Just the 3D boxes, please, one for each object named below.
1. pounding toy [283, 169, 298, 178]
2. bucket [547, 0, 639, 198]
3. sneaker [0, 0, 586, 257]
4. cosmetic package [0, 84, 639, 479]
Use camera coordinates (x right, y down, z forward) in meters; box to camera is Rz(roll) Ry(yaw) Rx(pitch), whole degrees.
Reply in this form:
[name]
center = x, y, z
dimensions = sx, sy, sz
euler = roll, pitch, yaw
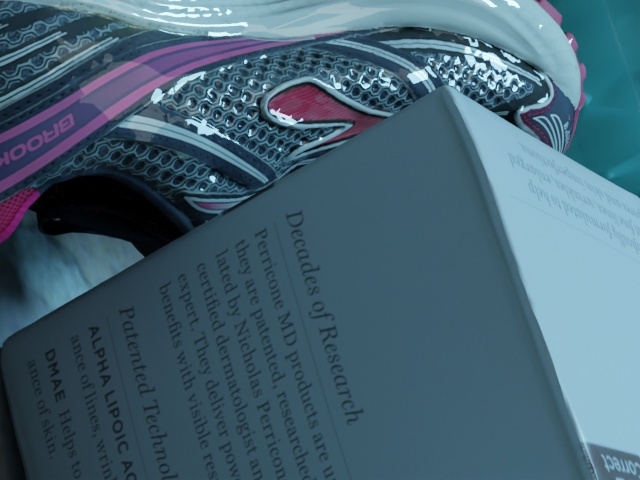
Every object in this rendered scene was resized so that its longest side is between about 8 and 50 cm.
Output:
[pounding toy]
center = 0.000, 0.000, 0.808
dimensions = 0.141, 0.100, 0.130
euler = -40, 111, -59
[bucket]
center = 0.088, -0.129, 0.941
dimensions = 0.281, 0.183, 0.281
euler = -22, 90, -83
[sneaker]
center = -0.029, -0.043, 0.628
dimensions = 0.299, 0.121, 0.112
euler = 2, 78, -38
[cosmetic package]
center = 0.024, 0.073, 0.582
dimensions = 0.151, 0.183, 0.151
euler = 21, 45, -56
